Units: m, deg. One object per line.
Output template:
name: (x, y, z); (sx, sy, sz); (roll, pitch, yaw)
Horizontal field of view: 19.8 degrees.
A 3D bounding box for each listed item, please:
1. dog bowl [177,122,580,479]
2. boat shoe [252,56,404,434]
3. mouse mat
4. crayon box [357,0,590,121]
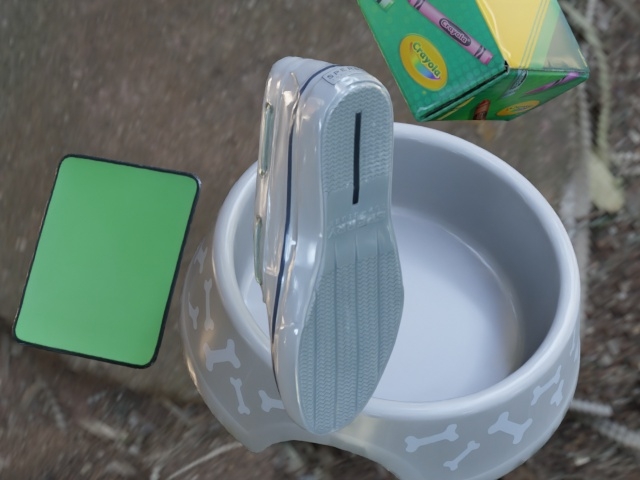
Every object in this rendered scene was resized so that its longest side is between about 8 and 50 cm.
dog bowl: (0.058, 0.044, 1.536); (0.349, 0.102, 0.349); (4, 53, -6)
boat shoe: (0.000, 0.000, 1.076); (0.083, 0.076, 0.226); (-10, 116, -36)
mouse mat: (-0.199, 0.017, 1.704); (0.152, 0.007, 0.189); (10, 80, 21)
crayon box: (0.074, -0.222, 1.304); (0.081, 0.165, 0.278); (-29, 80, 26)
